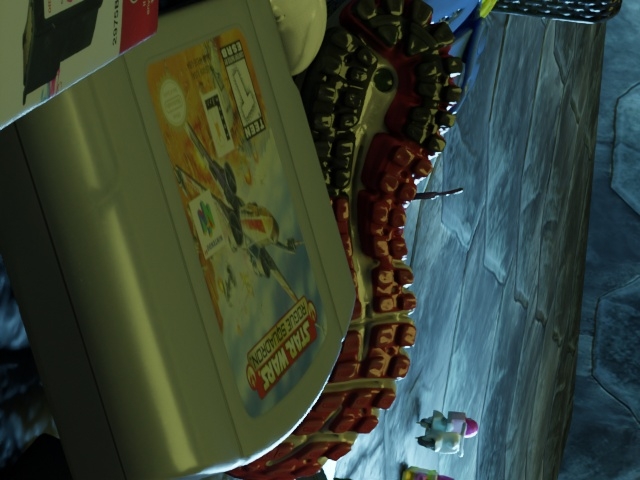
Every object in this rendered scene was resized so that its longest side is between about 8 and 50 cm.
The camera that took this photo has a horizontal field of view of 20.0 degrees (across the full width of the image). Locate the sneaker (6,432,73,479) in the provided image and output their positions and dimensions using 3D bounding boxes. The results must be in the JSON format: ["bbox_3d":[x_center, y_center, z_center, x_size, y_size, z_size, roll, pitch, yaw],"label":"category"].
[{"bbox_3d":[-0.099,0.231,0.830,0.131,0.112,0.319,-37,132,-26],"label":"sneaker"}]

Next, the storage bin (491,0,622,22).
[{"bbox_3d":[0.152,-0.248,1.408,0.084,0.180,0.122,82,21,-49],"label":"storage bin"}]

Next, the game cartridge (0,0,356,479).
[{"bbox_3d":[-0.055,-0.006,0.816,0.297,0.062,0.198,-44,115,-70],"label":"game cartridge"}]

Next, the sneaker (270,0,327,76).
[{"bbox_3d":[-0.035,-0.147,0.971,0.061,0.053,0.152,-56,148,-42],"label":"sneaker"}]

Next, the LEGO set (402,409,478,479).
[{"bbox_3d":[0.137,0.327,1.890,0.132,0.107,0.287,-55,151,-62],"label":"LEGO set"}]

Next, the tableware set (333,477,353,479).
[{"bbox_3d":[0.030,0.255,1.459,0.024,0.104,0.154,-30,154,-25],"label":"tableware set"}]

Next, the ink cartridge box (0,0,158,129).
[{"bbox_3d":[-0.113,-0.111,0.588,0.175,0.072,0.127,-52,148,-66],"label":"ink cartridge box"}]

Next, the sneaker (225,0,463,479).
[{"bbox_3d":[0.000,0.000,1.084,0.112,0.120,0.299,14,-95,66],"label":"sneaker"}]

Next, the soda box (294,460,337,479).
[{"bbox_3d":[-0.005,0.065,1.195,0.058,0.063,0.183,72,29,-63],"label":"soda box"}]

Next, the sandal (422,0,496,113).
[{"bbox_3d":[0.060,-0.158,1.216,0.317,0.126,0.138,41,63,-73],"label":"sandal"}]
